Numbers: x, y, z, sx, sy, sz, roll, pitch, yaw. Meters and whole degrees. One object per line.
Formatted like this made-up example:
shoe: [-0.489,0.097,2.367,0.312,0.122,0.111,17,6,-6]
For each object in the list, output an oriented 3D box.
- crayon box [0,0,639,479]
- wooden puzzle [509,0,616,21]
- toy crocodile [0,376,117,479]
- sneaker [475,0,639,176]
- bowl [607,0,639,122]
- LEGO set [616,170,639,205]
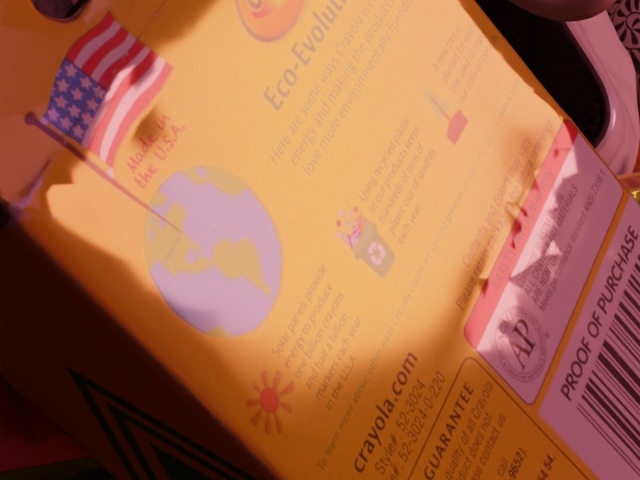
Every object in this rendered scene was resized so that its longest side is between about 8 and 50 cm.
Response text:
crayon box: [0.000,0.000,0.540,0.318,0.081,0.202,48,52,-24]
wooden puzzle: [0.052,-0.299,0.918,0.348,0.080,0.322,27,59,1]
toy crocodile: [-0.071,0.063,0.577,0.340,0.105,0.115,4,56,-44]
sneaker: [0.141,-0.148,1.080,0.123,0.106,0.290,33,39,-55]
bowl: [0.237,-0.120,1.142,0.170,0.080,0.170,58,12,-19]
LEGO set: [0.227,0.020,0.964,0.287,0.132,0.107,26,11,-35]
